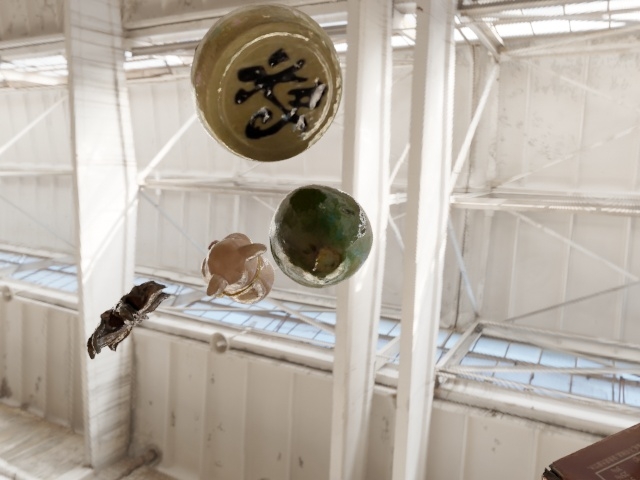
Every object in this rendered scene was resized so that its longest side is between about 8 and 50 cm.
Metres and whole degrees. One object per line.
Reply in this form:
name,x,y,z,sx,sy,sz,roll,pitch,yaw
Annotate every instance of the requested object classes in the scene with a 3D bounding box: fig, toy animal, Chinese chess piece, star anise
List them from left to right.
star anise,-0.255,0.099,0.672,0.042,0.141,0.141,43,-65,-1
toy animal,-0.199,0.079,1.251,0.149,0.248,0.165,31,-99,19
Chinese chess piece,-0.087,-0.256,0.853,0.257,0.257,0.104,-59,-142,22
fig,0.000,0.000,0.868,0.180,0.191,0.181,-1,-75,-4

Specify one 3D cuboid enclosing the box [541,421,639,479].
box,0.441,0.359,0.577,0.122,0.385,0.345,-142,-139,-64
